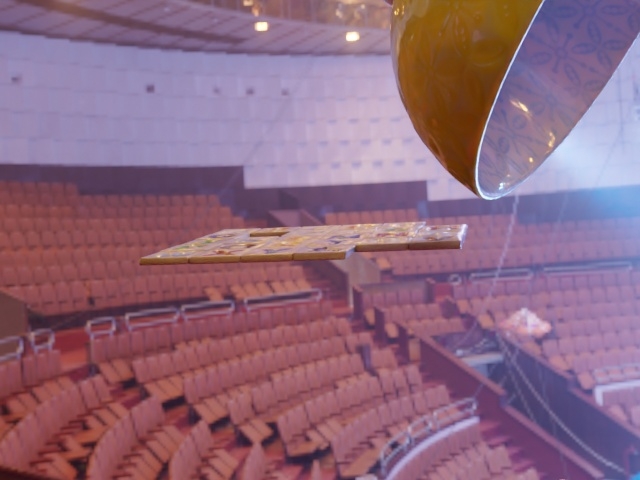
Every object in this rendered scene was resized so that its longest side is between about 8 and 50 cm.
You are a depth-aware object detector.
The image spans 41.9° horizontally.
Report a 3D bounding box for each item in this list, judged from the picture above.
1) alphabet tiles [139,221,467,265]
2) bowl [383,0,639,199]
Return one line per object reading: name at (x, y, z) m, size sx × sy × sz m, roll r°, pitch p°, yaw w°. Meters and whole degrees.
alphabet tiles at (0.000, 0.000, 0.693) m, size 0.237 × 0.009 × 0.198 m, roll -2°, pitch 6°, yaw 12°
bowl at (0.134, -0.188, 0.602) m, size 0.156 × 0.289 × 0.289 m, roll 36°, pitch 13°, yaw 21°
